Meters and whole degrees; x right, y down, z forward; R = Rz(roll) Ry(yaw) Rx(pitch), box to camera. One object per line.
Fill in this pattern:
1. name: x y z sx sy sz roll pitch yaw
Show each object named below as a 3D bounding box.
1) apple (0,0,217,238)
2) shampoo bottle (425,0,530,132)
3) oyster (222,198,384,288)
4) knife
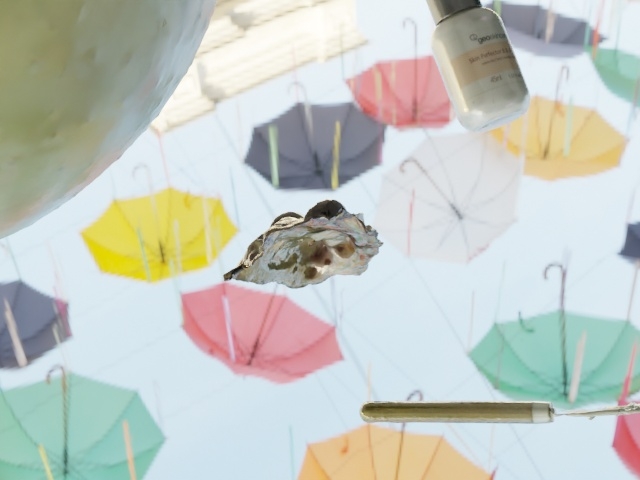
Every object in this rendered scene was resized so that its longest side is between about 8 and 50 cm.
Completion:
1. apple: -0.272 -0.219 0.681 0.474 0.473 0.473 -3 -138 2
2. shampoo bottle: 0.140 -0.202 1.038 0.074 0.074 0.192 -17 -97 -13
3. oyster: 0.007 0.001 1.641 0.221 0.361 0.096 -16 -101 24
4. knife: 0.167 0.115 0.731 0.298 0.047 0.017 -3 -103 19
